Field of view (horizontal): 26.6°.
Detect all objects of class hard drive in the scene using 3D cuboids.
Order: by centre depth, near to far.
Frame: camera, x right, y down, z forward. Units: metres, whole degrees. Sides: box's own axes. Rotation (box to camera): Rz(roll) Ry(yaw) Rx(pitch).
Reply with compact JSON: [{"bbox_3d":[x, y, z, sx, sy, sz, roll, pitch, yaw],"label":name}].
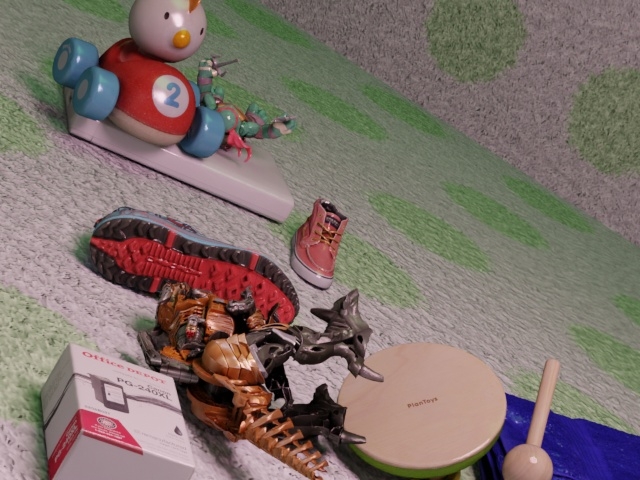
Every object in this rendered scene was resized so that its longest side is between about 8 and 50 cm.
[{"bbox_3d":[-0.222,-0.151,2.081,0.353,0.047,0.233,23,18,-22],"label":"hard drive"}]

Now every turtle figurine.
[{"bbox_3d":[-0.135,-0.200,2.087,0.175,0.118,0.234,43,-1,-7],"label":"turtle figurine"}]

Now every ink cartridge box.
[{"bbox_3d":[-0.179,0.164,1.185,0.109,0.063,0.150,23,18,-24],"label":"ink cartridge box"}]

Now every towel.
[{"bbox_3d":[0.328,0.276,1.620,0.308,0.076,0.227,19,26,-15],"label":"towel"}]

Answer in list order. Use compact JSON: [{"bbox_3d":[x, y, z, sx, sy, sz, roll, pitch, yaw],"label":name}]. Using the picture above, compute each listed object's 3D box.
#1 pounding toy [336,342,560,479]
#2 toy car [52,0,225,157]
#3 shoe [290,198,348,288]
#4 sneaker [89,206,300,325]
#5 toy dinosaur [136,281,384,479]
[{"bbox_3d":[0.137,0.214,1.480,0.237,0.110,0.183,5,42,11],"label":"pounding toy"},{"bbox_3d":[-0.225,-0.276,1.941,0.219,0.238,0.210,17,20,-35],"label":"toy car"},{"bbox_3d":[0.000,0.000,1.949,0.063,0.081,0.178,26,17,-15],"label":"shoe"},{"bbox_3d":[-0.142,0.022,1.604,0.262,0.104,0.125,26,15,-14],"label":"sneaker"},{"bbox_3d":[-0.067,0.146,1.373,0.218,0.164,0.322,4,46,-27],"label":"toy dinosaur"}]
